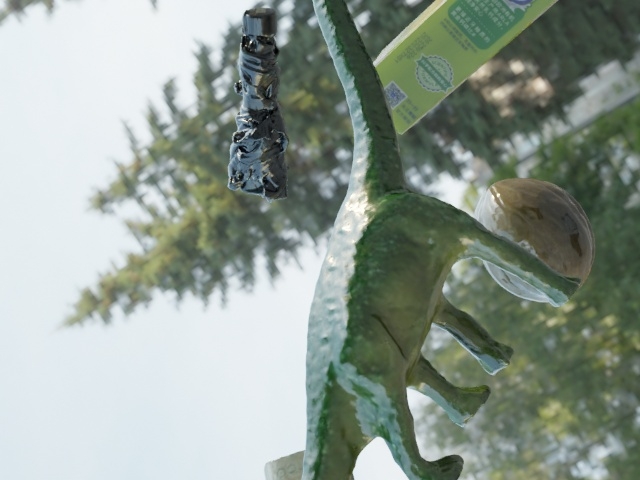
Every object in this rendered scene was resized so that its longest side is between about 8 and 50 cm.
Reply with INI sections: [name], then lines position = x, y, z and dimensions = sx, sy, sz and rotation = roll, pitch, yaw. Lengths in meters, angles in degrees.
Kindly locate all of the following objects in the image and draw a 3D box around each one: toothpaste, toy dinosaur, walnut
[toothpaste]
position = 0.173, -0.240, 1.366
dimensions = 0.077, 0.327, 0.110
rotation = 46, -146, -5
[toy dinosaur]
position = 0.000, 0.000, 0.858
dimensions = 0.301, 0.447, 0.087
rotation = 39, 157, -3
[walnut]
position = 0.257, -0.001, 1.640
dimensions = 0.162, 0.140, 0.140
rotation = 68, -160, 1

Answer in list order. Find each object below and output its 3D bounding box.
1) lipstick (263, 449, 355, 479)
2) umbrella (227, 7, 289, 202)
[lipstick]
position = 0.013, 0.301, 1.153
dimensions = 0.077, 0.079, 0.253
rotation = 67, -174, -50
[umbrella]
position = -0.070, -0.153, 1.558
dimensions = 0.071, 0.080, 0.224
rotation = -35, -46, -55
